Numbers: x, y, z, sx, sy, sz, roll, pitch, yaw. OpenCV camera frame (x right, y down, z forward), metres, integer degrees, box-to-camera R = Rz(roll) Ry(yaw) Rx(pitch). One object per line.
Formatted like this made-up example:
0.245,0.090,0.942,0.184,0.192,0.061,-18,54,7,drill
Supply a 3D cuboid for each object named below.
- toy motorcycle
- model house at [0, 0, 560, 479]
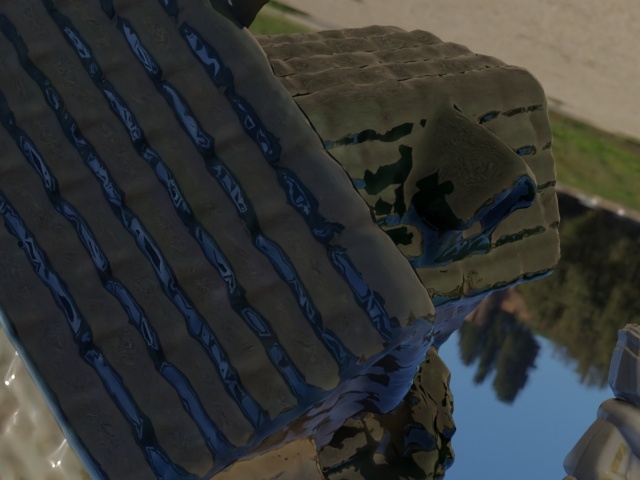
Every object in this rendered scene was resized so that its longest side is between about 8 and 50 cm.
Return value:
0.248,0.175,0.981,0.151,0.228,0.074,-1,-168,-20,toy motorcycle
-0.037,0.016,0.840,0.445,0.400,0.395,-10,-123,-46,model house
